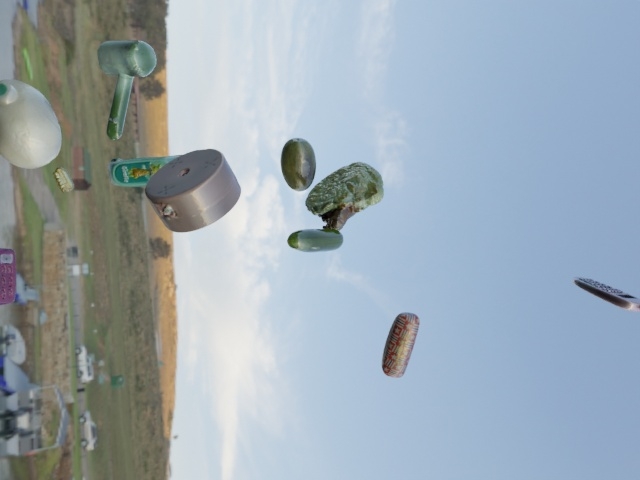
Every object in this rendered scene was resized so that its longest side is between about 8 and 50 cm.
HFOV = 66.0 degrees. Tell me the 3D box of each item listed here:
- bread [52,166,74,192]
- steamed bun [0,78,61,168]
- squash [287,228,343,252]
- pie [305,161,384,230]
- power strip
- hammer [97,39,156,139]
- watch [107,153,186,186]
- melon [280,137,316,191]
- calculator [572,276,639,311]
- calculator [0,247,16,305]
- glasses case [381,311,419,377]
[{"bbox_3d":[-0.888,-0.209,1.701,0.033,0.049,0.088,0,-61,42],"label":"bread"},{"bbox_3d":[-0.757,-0.291,1.223,0.177,0.130,0.228,-27,-93,22],"label":"steamed bun"},{"bbox_3d":[0.000,0.000,1.358,0.069,0.258,0.069,1,-87,33],"label":"squash"},{"bbox_3d":[0.075,-0.162,1.659,0.257,0.274,0.106,44,-15,49],"label":"pie"},{"bbox_3d":[-0.220,-0.086,0.853,0.154,0.154,0.078,51,-12,50],"label":"power strip"},{"bbox_3d":[-0.675,-0.505,1.659,0.206,0.118,0.336,10,-92,30],"label":"hammer"},{"bbox_3d":[-0.405,-0.175,1.197,0.195,0.236,0.068,-92,175,-76],"label":"watch"},{"bbox_3d":[-0.061,-0.207,1.371,0.099,0.099,0.162,-125,-155,-47],"label":"melon"},{"bbox_3d":[0.594,0.112,0.998,0.166,0.103,0.024,33,-70,48],"label":"calculator"},{"bbox_3d":[-0.706,0.078,1.009,0.190,0.034,0.127,7,81,-79],"label":"calculator"},{"bbox_3d":[0.216,0.289,1.346,0.049,0.073,0.195,-107,-152,-71],"label":"glasses case"}]
